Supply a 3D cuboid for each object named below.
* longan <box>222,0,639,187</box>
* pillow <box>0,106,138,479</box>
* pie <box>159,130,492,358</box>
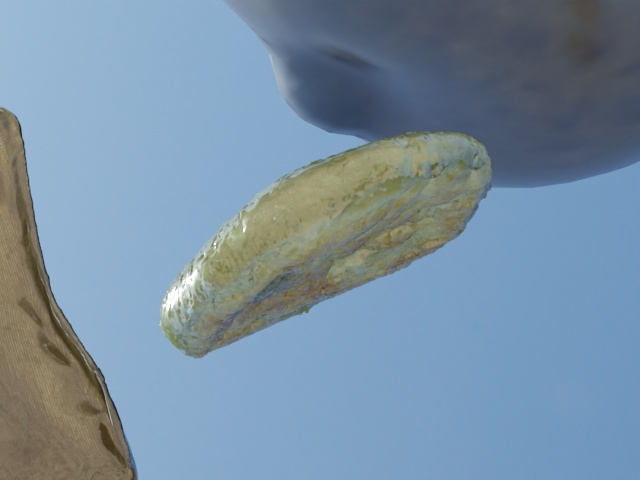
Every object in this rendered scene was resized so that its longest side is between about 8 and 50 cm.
[{"bbox_3d":[0.086,-0.191,0.774,0.361,0.361,0.361,-5,-114,11],"label":"longan"},{"bbox_3d":[-0.126,0.049,0.542,0.130,0.033,0.217,-43,-136,14],"label":"pillow"},{"bbox_3d":[0.001,0.000,0.365,0.084,0.084,0.021,-29,-103,0],"label":"pie"}]
